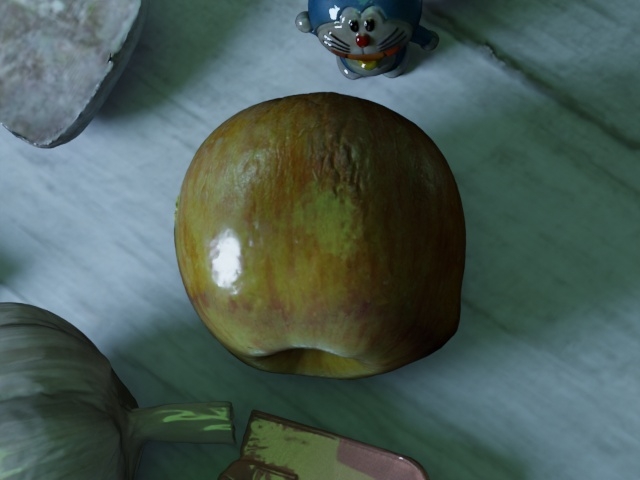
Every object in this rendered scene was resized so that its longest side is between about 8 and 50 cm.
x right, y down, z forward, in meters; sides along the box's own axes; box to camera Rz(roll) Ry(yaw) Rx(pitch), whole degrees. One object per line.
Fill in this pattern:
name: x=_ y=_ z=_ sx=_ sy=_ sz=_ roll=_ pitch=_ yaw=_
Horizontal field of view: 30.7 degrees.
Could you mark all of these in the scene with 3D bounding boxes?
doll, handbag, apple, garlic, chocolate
doll: x=0.037 y=-0.173 z=0.913 sx=0.114 sy=0.152 sz=0.085 roll=-3 pitch=75 yaw=4
handbag: x=-0.016 y=0.245 z=0.843 sx=0.157 sy=0.059 sz=0.212 roll=16 pitch=77 yaw=11
apple: x=0.000 y=0.000 z=0.835 sx=0.211 sy=0.211 sz=0.187 roll=-1 pitch=69 yaw=7
garlic: x=-0.167 y=0.140 z=0.836 sx=0.212 sy=0.218 sz=0.218 roll=-13 pitch=72 yaw=-14
chocolate: x=-0.281 y=-0.210 z=0.990 sx=0.303 sy=0.100 sz=0.185 roll=32 pitch=90 yaw=17
